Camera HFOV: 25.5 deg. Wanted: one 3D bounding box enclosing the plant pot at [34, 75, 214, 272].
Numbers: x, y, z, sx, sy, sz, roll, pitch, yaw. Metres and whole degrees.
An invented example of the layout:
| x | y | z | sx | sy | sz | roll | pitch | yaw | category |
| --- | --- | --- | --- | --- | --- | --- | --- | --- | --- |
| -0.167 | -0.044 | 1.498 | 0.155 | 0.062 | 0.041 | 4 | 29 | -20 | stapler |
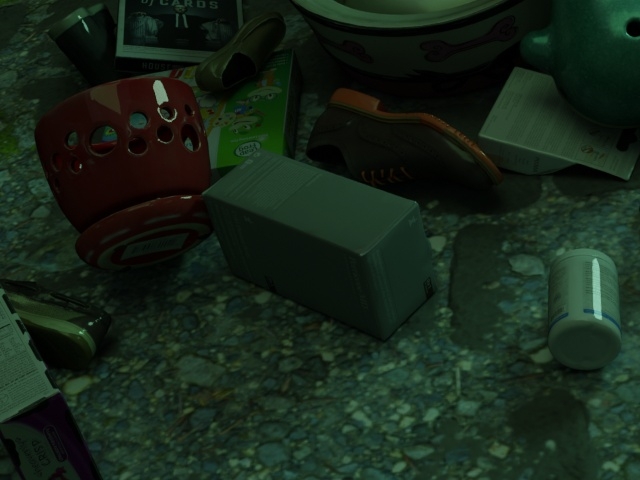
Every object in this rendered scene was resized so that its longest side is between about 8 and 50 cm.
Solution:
| x | y | z | sx | sy | sz | roll | pitch | yaw | category |
| --- | --- | --- | --- | --- | --- | --- | --- | --- | --- |
| -0.210 | -0.071 | 1.601 | 0.191 | 0.191 | 0.174 | -19 | 74 | -2 | plant pot |

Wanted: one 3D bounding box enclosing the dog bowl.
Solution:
| x | y | z | sx | sy | sz | roll | pitch | yaw | category |
| --- | --- | --- | --- | --- | --- | --- | --- | --- | --- |
| 0.155 | -0.350 | 1.833 | 0.408 | 0.150 | 0.408 | -11 | 46 | 11 | dog bowl |

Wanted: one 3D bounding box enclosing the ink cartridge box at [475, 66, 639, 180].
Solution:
| x | y | z | sx | sy | sz | roll | pitch | yaw | category |
| --- | --- | --- | --- | --- | --- | --- | --- | --- | --- |
| 0.286 | -0.127 | 1.646 | 0.179 | 0.045 | 0.145 | 19 | 48 | 14 | ink cartridge box |

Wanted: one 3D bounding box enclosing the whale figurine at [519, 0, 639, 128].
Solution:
| x | y | z | sx | sy | sz | roll | pitch | yaw | category |
| --- | --- | --- | --- | --- | --- | --- | --- | --- | --- |
| 0.322 | -0.261 | 1.584 | 0.216 | 0.141 | 0.272 | -23 | 81 | 3 | whale figurine |

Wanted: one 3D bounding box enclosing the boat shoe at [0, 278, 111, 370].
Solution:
| x | y | z | sx | sy | sz | roll | pitch | yaw | category |
| --- | --- | --- | --- | --- | --- | --- | --- | --- | --- |
| -0.331 | 0.082 | 1.584 | 0.223 | 0.080 | 0.073 | 16 | 43 | 28 | boat shoe |

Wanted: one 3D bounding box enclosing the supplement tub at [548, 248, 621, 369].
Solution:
| x | y | z | sx | sy | sz | roll | pitch | yaw | category |
| --- | --- | --- | --- | --- | --- | --- | --- | --- | --- |
| 0.257 | 0.067 | 1.380 | 0.071 | 0.071 | 0.107 | -5 | 40 | 15 | supplement tub |

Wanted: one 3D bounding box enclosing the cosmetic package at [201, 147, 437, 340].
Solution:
| x | y | z | sx | sy | sz | roll | pitch | yaw | category |
| --- | --- | --- | --- | --- | --- | --- | --- | --- | --- |
| 0.000 | 0.000 | 1.516 | 0.238 | 0.127 | 0.107 | 23 | 53 | 42 | cosmetic package |

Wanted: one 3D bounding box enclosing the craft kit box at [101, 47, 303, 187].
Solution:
| x | y | z | sx | sy | sz | roll | pitch | yaw | category |
| --- | --- | --- | --- | --- | --- | --- | --- | --- | --- |
| -0.154 | -0.139 | 1.802 | 0.250 | 0.061 | 0.247 | -9 | 41 | 10 | craft kit box |

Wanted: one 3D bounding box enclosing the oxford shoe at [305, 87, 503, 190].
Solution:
| x | y | z | sx | sy | sz | roll | pitch | yaw | category |
| --- | --- | --- | --- | --- | --- | --- | --- | --- | --- |
| 0.094 | -0.093 | 1.639 | 0.271 | 0.097 | 0.098 | 23 | 73 | 45 | oxford shoe |

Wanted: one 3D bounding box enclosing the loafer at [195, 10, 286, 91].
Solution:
| x | y | z | sx | sy | sz | roll | pitch | yaw | category |
| --- | --- | --- | --- | --- | --- | --- | --- | --- | --- |
| -0.093 | -0.237 | 1.815 | 0.148 | 0.056 | 0.050 | -45 | 46 | -16 | loafer |

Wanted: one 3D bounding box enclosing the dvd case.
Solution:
| x | y | z | sx | sy | sz | roll | pitch | yaw | category |
| --- | --- | --- | --- | --- | --- | --- | --- | --- | --- |
| -0.196 | -0.303 | 1.989 | 0.179 | 0.029 | 0.239 | 3 | 38 | -8 | dvd case |

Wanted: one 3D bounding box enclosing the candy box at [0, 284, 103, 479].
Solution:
| x | y | z | sx | sy | sz | roll | pitch | yaw | category |
| --- | --- | --- | --- | --- | --- | --- | --- | --- | --- |
| -0.299 | 0.156 | 1.411 | 0.071 | 0.159 | 0.233 | -27 | 38 | -13 | candy box |

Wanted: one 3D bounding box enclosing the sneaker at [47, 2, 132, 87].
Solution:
| x | y | z | sx | sy | sz | roll | pitch | yaw | category |
| --- | --- | --- | --- | --- | --- | --- | --- | --- | --- |
| -0.318 | -0.265 | 2.010 | 0.083 | 0.118 | 0.222 | -34 | 8 | 9 | sneaker |
